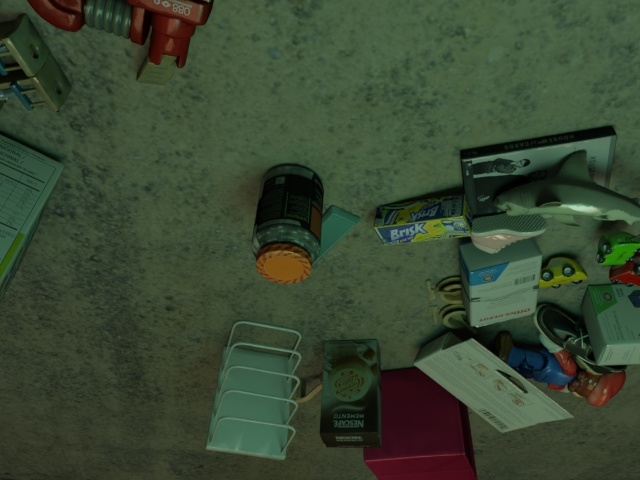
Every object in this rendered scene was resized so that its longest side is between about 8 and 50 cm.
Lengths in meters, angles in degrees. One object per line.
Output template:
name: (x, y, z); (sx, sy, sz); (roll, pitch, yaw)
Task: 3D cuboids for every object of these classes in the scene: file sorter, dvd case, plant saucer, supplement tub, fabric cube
file sorter: (-0.153, 0.358, 1.391); (0.193, 0.277, 0.173); (12, 136, -10)
dvd case: (0.370, -0.102, 0.979); (0.239, 0.029, 0.179); (-8, 139, 13)
plant saucer: (0.000, 0.000, 1.141); (0.067, 0.018, 0.192); (23, 138, -22)
supplement tub: (-0.055, -0.027, 0.975); (0.117, 0.190, 0.117); (3, 140, 2)
fabric cube: (0.274, 0.519, 1.567); (0.258, 0.254, 0.259); (-12, 138, 15)

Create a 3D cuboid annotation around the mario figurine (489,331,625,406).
mario figurine: (0.588, 0.297, 1.409); (0.321, 0.170, 0.198); (13, 177, 5)

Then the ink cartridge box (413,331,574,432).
ink cartridge box: (0.409, 0.331, 1.352); (0.296, 0.066, 0.261); (38, 146, -3)

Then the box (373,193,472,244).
box: (0.186, -0.036, 1.032); (0.169, 0.054, 0.059); (-6, 140, 29)

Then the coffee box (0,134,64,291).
coffee box: (-0.690, -0.002, 0.942); (0.338, 0.334, 0.338); (27, 136, -23)

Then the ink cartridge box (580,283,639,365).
ink cartridge box: (0.682, 0.173, 1.189); (0.213, 0.154, 0.093); (-2, 139, 9)

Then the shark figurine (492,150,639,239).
shark figurine: (0.436, -0.081, 0.906); (0.279, 0.116, 0.166); (8, 174, 6)

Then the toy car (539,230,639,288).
toy car: (0.546, 0.032, 1.079); (0.239, 0.053, 0.225); (-2, 156, 7)

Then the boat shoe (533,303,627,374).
boat shoe: (0.582, 0.219, 1.270); (0.233, 0.084, 0.079); (37, 167, -7)

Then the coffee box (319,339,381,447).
coffee box: (0.079, 0.380, 1.415); (0.141, 0.246, 0.098); (-4, 140, 9)

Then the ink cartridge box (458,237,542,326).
ink cartridge box: (0.357, 0.078, 1.136); (0.140, 0.082, 0.190); (-14, 138, 3)

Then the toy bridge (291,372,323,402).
toy bridge: (-0.056, 0.436, 1.638); (0.188, 0.063, 0.026); (-24, 133, 29)

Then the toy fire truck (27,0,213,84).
toy fire truck: (-0.253, -0.292, 0.726); (0.217, 0.158, 0.246); (13, 129, -12)

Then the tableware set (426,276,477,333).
tableware set: (0.310, 0.151, 1.281); (0.128, 0.039, 0.194); (-7, 140, 13)

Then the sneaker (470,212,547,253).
sneaker: (0.338, -0.013, 1.029); (0.135, 0.050, 0.070); (-4, 143, 15)

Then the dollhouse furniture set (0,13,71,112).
dollhouse furniture set: (-0.468, -0.203, 0.798); (0.130, 0.183, 0.129); (-6, 140, 11)
